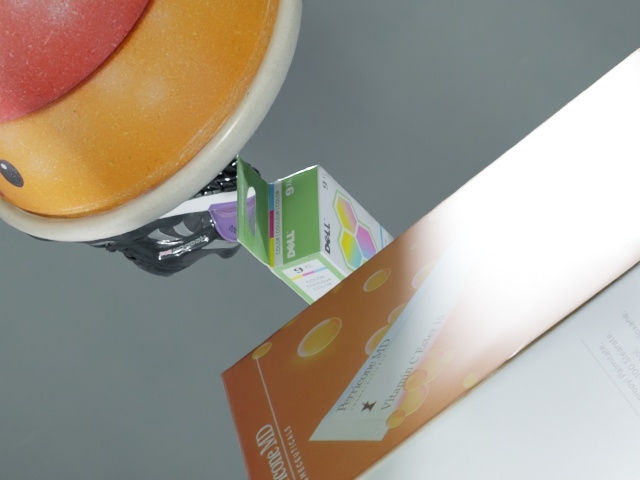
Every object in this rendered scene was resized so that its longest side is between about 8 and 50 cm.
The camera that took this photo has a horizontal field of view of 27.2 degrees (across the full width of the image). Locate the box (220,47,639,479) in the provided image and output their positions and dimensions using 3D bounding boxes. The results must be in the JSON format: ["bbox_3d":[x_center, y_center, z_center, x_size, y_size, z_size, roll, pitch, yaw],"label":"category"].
[{"bbox_3d":[0.135,0.073,0.771,0.168,0.345,0.215,50,4,-21],"label":"box"}]

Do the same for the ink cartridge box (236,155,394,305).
[{"bbox_3d":[0.000,0.000,1.315,0.209,0.062,0.109,43,35,-44],"label":"ink cartridge box"}]

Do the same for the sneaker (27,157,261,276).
[{"bbox_3d":[-0.191,-0.007,1.437,0.283,0.124,0.107,-9,33,-35],"label":"sneaker"}]

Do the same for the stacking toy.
[{"bbox_3d":[-0.269,-0.243,0.999,0.480,0.350,0.350,40,15,-47],"label":"stacking toy"}]
